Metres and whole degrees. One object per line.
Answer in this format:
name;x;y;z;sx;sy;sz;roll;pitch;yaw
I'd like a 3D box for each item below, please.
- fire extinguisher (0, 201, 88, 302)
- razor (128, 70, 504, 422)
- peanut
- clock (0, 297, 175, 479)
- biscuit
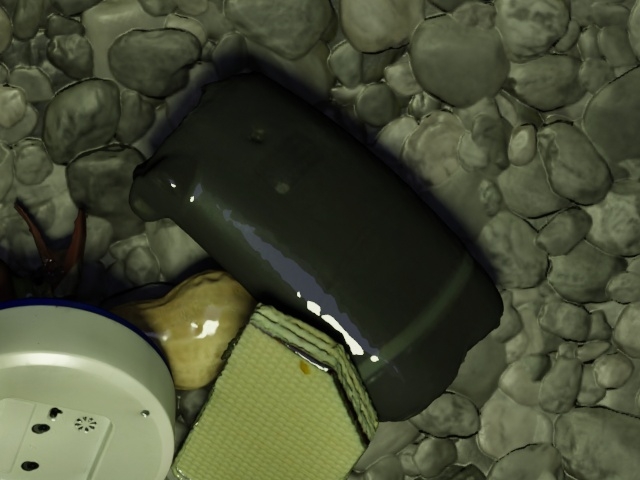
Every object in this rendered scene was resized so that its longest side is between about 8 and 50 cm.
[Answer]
fire extinguisher;-0.362;0.064;1.465;0.337;0.106;0.147;-19;69;-6
razor;0.001;0.000;1.459;0.349;0.113;0.204;43;50;-4
peanut;-0.143;0.096;1.486;0.227;0.085;0.104;-20;112;-4
clock;-0.243;0.159;1.410;0.230;0.083;0.230;-2;127;-3
biscuit;-0.034;0.165;1.434;0.150;0.252;0.052;28;47;1
